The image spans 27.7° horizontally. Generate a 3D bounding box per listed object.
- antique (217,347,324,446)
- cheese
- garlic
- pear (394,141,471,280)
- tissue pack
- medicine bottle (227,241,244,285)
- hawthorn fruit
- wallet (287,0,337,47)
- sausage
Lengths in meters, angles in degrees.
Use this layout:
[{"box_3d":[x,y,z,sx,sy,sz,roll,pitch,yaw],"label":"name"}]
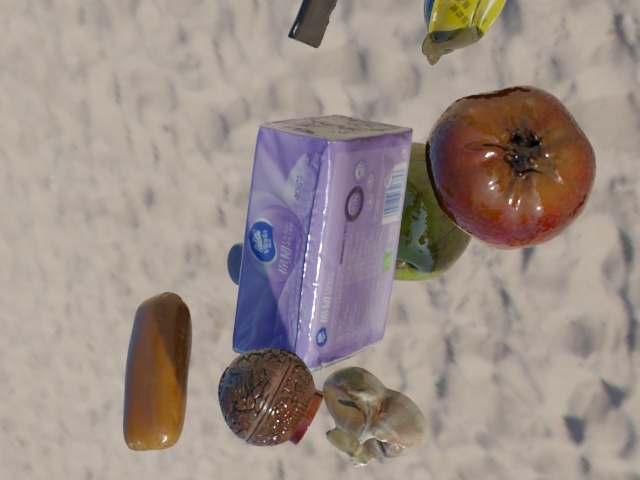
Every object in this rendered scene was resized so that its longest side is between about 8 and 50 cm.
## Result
[{"box_3d":[-0.052,0.152,1.263,0.104,0.104,0.104,38,151,26],"label":"antique"},{"box_3d":[0.206,-0.342,1.636,0.069,0.270,0.177,32,179,23],"label":"cheese"},{"box_3d":[0.074,0.258,1.922,0.174,0.124,0.099,44,154,17],"label":"garlic"},{"box_3d":[0.174,-0.052,2.501,0.283,0.283,0.283,38,151,26],"label":"pear"},{"box_3d":[0.000,0.000,1.844,0.160,0.242,0.338,15,104,29],"label":"tissue pack"},{"box_3d":[-0.041,0.032,2.046,0.122,0.212,0.122,7,99,53],"label":"medicine bottle"},{"box_3d":[0.216,-0.074,1.507,0.196,0.196,0.225,47,170,10],"label":"hawthorn fruit"},{"box_3d":[0.016,-0.432,2.086,0.025,0.244,0.124,27,-171,17],"label":"wallet"},{"box_3d":[-0.233,0.188,1.856,0.098,0.238,0.098,1,156,1],"label":"sausage"}]
